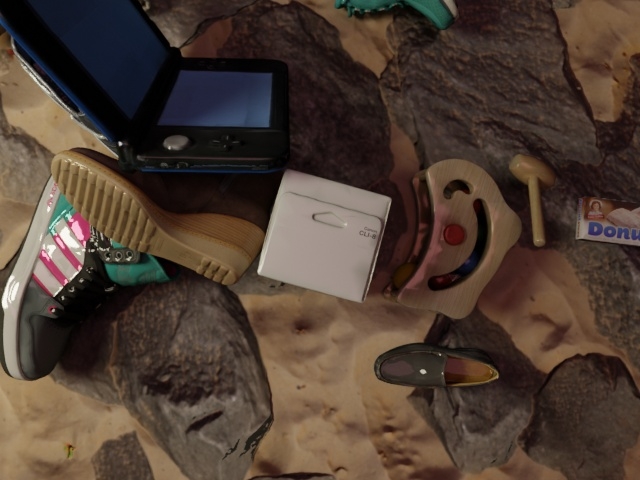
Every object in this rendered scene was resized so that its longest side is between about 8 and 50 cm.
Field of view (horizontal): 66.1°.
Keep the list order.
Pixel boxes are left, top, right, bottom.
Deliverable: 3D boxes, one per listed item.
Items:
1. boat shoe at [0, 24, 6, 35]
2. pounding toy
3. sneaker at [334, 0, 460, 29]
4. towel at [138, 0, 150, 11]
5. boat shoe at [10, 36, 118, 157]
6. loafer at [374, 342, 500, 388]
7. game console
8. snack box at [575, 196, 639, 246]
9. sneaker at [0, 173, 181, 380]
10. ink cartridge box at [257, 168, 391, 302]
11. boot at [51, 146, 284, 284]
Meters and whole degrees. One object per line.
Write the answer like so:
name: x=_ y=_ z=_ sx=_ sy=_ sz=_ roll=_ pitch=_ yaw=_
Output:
boat shoe: x=-0.462 y=-0.407 z=0.679 sx=0.098 sy=0.109 sz=0.302 roll=7 pitch=83 yaw=38
pounding toy: x=0.186 y=-0.023 z=0.647 sx=0.154 sy=0.155 sz=0.269 roll=34 pitch=85 yaw=-5
sneaker: x=0.071 y=-0.373 z=0.713 sx=0.275 sy=0.107 sz=0.110 roll=30 pitch=104 yaw=4
towel: x=-0.369 y=-0.402 z=0.620 sx=0.282 sy=0.049 sz=0.187 roll=-9 pitch=78 yaw=-43
boat shoe: x=-0.276 y=-0.180 z=0.661 sx=0.301 sy=0.102 sz=0.108 roll=39 pitch=85 yaw=1
loafer: x=0.160 y=0.174 z=0.677 sx=0.170 sy=0.061 sz=0.062 roll=-4 pitch=87 yaw=-3
game console: x=-0.161 y=-0.221 z=0.562 sx=0.250 sy=0.293 sz=0.173 roll=0 pitch=130 yaw=-4
snack box: x=0.470 y=-0.023 z=0.729 sx=0.178 sy=0.022 sz=0.064 roll=6 pitch=86 yaw=-3
sneaker: x=-0.280 y=0.049 z=0.639 sx=0.178 sy=0.124 sz=0.295 roll=12 pitch=84 yaw=7
ink cartridge box: x=0.000 y=0.000 z=0.625 sx=0.128 sy=0.176 sz=0.127 roll=15 pitch=85 yaw=-2
boot: x=-0.169 y=-0.074 z=0.611 sx=0.248 sy=0.090 sz=0.207 roll=33 pitch=43 yaw=-18
